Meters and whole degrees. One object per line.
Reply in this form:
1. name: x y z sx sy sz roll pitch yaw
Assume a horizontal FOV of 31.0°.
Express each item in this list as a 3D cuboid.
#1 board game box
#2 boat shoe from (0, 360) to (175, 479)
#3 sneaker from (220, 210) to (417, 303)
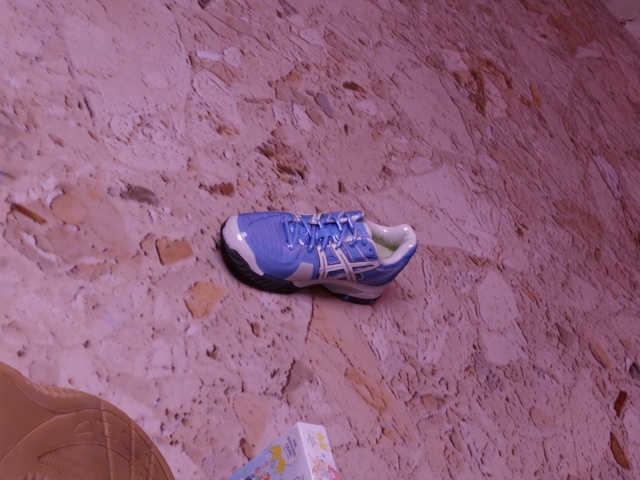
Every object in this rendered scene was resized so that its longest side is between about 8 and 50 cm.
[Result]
1. board game box: -0.019 0.214 0.770 0.026 0.103 0.154 18 42 -39
2. boat shoe: -0.182 0.137 0.673 0.277 0.096 0.098 46 30 -45
3. sneaker: 0.000 0.000 1.048 0.211 0.081 0.080 8 51 -44
